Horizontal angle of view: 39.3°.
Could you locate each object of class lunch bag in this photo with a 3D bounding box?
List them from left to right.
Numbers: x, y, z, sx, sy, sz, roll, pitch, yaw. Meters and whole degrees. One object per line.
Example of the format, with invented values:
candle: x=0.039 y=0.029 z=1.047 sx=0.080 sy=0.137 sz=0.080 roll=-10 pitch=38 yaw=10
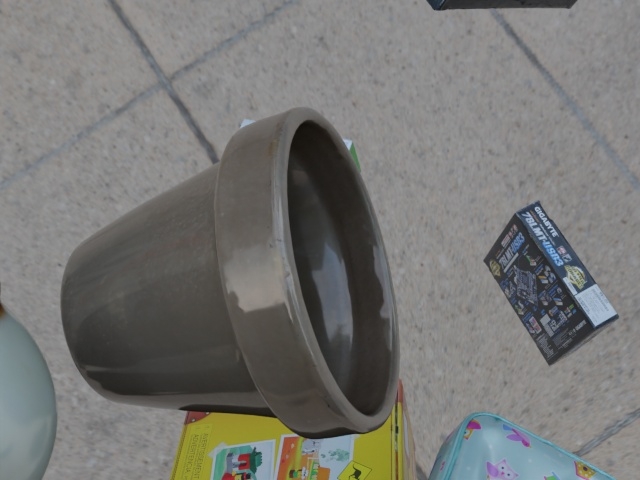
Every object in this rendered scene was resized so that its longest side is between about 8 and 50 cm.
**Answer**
lunch bag: x=0.274 y=0.377 z=1.190 sx=0.279 sy=0.107 sz=0.224 roll=29 pitch=48 yaw=4

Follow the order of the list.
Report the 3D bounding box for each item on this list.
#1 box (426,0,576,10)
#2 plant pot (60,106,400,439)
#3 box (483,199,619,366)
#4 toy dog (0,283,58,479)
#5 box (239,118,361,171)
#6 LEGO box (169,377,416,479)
box: x=0.101 y=-0.306 z=0.703 sx=0.184 sy=0.103 sz=0.261 roll=-16 pitch=65 yaw=-40
plant pot: x=-0.081 y=0.042 z=0.744 sx=0.229 sy=0.263 sz=0.262 roll=-12 pitch=71 yaw=18
box: x=0.488 y=0.100 z=1.951 sx=0.073 sy=0.295 sz=0.293 roll=-24 pitch=71 yaw=-14
toy dog: x=-0.254 y=0.179 z=0.513 sx=0.396 sy=0.284 sz=0.407 roll=-16 pitch=40 yaw=-8
box: x=-0.076 y=-0.076 z=1.696 sx=0.231 sy=0.126 sz=0.261 roll=12 pitch=68 yaw=17
LEGO box: x=-0.043 y=0.463 z=1.361 sx=0.373 sy=0.193 sz=0.500 roll=-7 pitch=34 yaw=10
